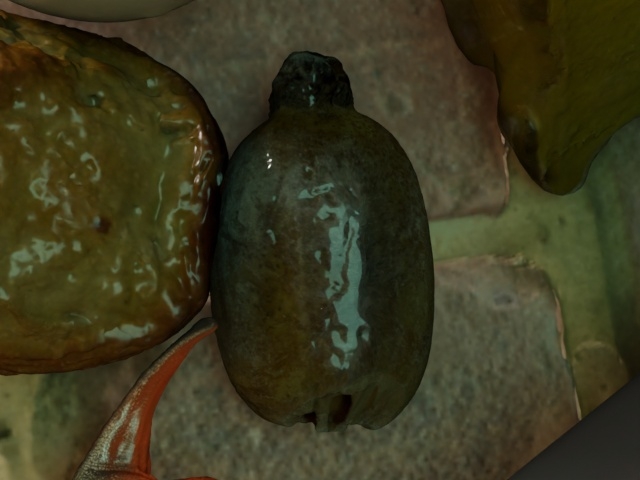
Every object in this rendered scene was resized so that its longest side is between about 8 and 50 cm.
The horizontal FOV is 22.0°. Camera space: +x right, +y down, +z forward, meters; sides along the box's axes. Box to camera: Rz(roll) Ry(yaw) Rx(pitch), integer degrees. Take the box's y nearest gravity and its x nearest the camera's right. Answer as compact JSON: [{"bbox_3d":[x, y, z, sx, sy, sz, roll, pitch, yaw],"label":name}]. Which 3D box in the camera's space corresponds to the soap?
[{"bbox_3d":[0.152,-0.193,0.757,0.169,0.339,0.304,-23,92,-15],"label":"soap"}]

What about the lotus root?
[{"bbox_3d":[0.000,0.000,0.829,0.113,0.088,0.192,-2,86,-10],"label":"lotus root"}]

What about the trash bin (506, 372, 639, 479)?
[{"bbox_3d":[0.195,0.166,0.813,0.290,0.182,0.209,-33,128,-10],"label":"trash bin"}]

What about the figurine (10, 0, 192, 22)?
[{"bbox_3d":[-0.091,-0.303,0.794,0.275,0.226,0.394,24,72,15],"label":"figurine"}]

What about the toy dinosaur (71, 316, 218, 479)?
[{"bbox_3d":[-0.106,0.166,0.797,0.101,0.055,0.279,14,91,-29],"label":"toy dinosaur"}]

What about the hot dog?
[{"bbox_3d":[-0.178,-0.032,0.763,0.259,0.114,0.175,13,81,-30],"label":"hot dog"}]
